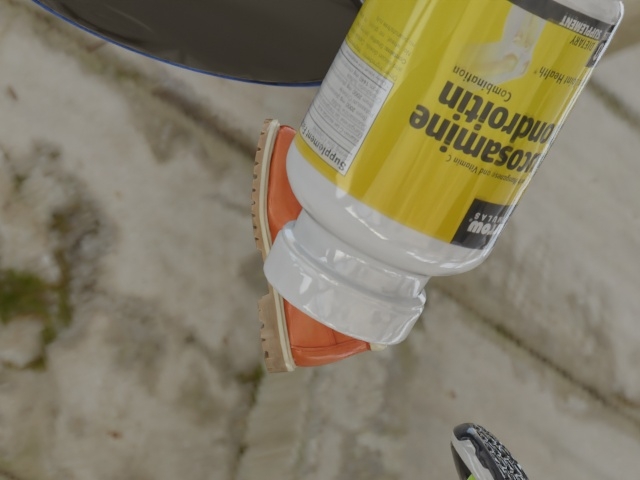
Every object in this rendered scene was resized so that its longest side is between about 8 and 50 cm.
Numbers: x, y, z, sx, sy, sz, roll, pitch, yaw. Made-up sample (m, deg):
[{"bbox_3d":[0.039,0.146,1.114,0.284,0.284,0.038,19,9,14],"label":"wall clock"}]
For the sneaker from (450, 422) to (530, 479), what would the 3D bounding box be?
[{"bbox_3d":[0.134,0.257,1.260,0.234,0.097,0.084,67,-164,17],"label":"sneaker"}]

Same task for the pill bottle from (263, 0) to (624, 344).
[{"bbox_3d":[0.048,-0.050,0.727,0.103,0.184,0.103,25,-163,-8],"label":"pill bottle"}]

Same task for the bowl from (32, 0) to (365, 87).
[{"bbox_3d":[-0.107,-0.233,1.319,0.391,0.391,0.077,28,-109,-36],"label":"bowl"}]

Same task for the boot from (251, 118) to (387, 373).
[{"bbox_3d":[0.000,0.000,1.018,0.059,0.085,0.157,-57,-40,-80],"label":"boot"}]
